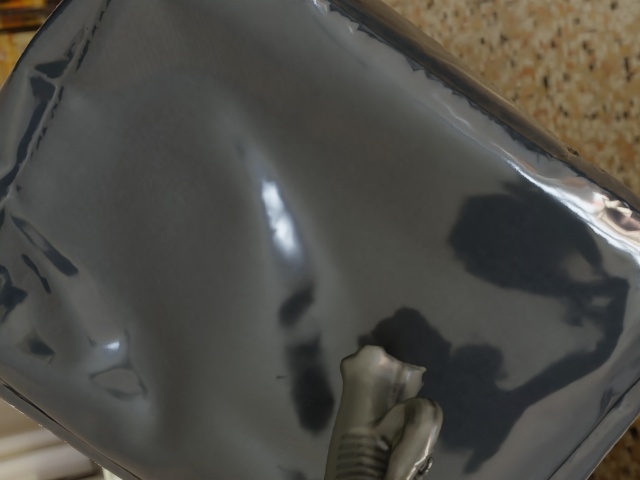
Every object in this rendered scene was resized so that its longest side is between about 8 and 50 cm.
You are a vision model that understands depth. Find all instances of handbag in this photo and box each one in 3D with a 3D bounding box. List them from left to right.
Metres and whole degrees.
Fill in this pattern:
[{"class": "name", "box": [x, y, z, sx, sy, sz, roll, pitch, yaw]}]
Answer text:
[{"class": "handbag", "box": [0.000, 0.000, 0.559, 0.275, 0.301, 0.178, -56, -1, 19]}]

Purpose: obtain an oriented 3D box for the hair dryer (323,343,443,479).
[{"class": "hair dryer", "box": [0.031, 0.109, 0.299, 0.361, 0.121, 0.301, -102, 33, -66]}]
